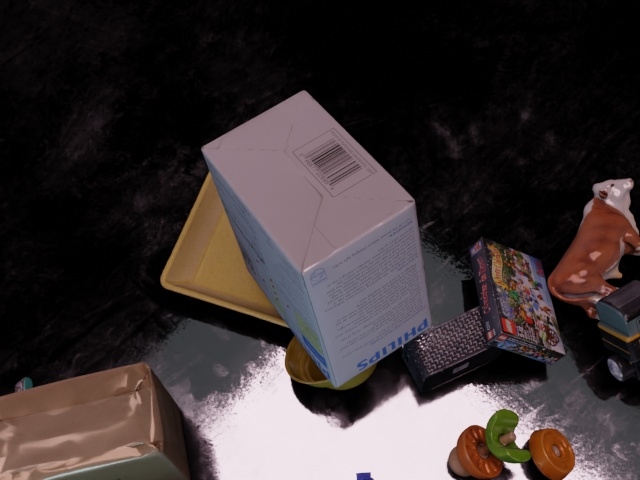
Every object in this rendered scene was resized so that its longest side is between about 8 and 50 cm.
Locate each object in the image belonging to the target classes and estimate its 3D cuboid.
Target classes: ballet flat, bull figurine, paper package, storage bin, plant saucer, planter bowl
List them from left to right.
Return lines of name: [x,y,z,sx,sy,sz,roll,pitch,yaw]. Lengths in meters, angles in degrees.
ballet flat: [-0.592,0.332,1.838,0.041,0.041,0.114,-10,66,-1]
paper package: [-0.410,0.366,1.650,0.310,0.325,0.168,-13,66,-3]
plant saucer: [-0.117,0.011,1.921,0.333,0.081,0.332,17,67,10]
planter bowl: [0.045,0.224,1.793,0.217,0.090,0.217,-24,30,15]
storage bin: [0.258,0.212,1.789,0.180,0.122,0.084,-25,67,-8]
bull figurine: [0.584,0.020,1.867,0.188,0.101,0.310,32,71,14]

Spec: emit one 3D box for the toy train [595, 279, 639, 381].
toy train: [0.681,0.137,1.751,0.334,0.142,0.190,-27,112,-9]

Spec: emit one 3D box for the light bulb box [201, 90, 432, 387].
light bulb box: [0.000,0.000,1.639,0.225,0.361,0.358,-31,53,-12]

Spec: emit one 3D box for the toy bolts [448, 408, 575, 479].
toy bolts: [0.356,0.455,1.699,0.218,0.158,0.228,16,48,-33]

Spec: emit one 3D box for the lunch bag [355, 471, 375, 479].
lunch bag: [0.103,0.547,1.596,0.138,0.221,0.293,-8,66,0]

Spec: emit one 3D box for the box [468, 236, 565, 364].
box: [0.380,0.116,1.790,0.159,0.044,0.233,20,44,-26]
